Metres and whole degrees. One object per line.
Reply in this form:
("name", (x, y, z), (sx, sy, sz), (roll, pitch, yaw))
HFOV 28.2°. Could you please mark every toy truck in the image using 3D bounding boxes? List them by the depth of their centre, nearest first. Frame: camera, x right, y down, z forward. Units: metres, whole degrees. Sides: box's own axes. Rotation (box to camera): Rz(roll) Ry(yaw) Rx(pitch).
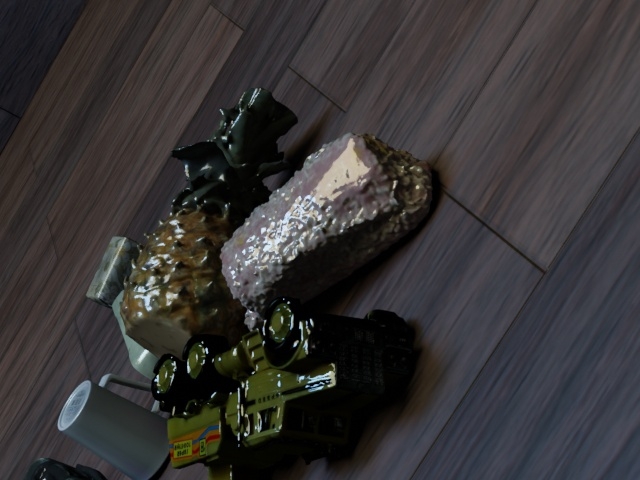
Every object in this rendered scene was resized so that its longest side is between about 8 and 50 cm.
("toy truck", (-0.038, 0.134, 1.087), (0.257, 0.127, 0.127), (-33, 51, 46))

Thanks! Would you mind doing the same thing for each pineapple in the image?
("pineapple", (-0.109, -0.023, 1.355), (0.141, 0.170, 0.310), (0, 56, 32))

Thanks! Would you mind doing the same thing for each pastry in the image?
("pastry", (-0.012, -0.002, 1.186), (0.265, 0.112, 0.103), (-46, 39, 34))

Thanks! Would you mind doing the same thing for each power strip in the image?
("power strip", (-0.189, 0.112, 1.454), (0.029, 0.080, 0.227), (-56, 25, 7))

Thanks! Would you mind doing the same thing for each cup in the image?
("cup", (-0.214, 0.193, 1.384), (0.074, 0.116, 0.104), (-24, 37, 52))

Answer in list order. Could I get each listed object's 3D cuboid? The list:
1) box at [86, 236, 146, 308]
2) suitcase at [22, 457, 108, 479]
("box", (-0.279, 0.044, 1.751), (0.062, 0.045, 0.098), (-4, 60, 61))
("suitcase", (-0.279, 0.382, 1.285), (0.202, 0.128, 0.312), (2, 66, 64))
